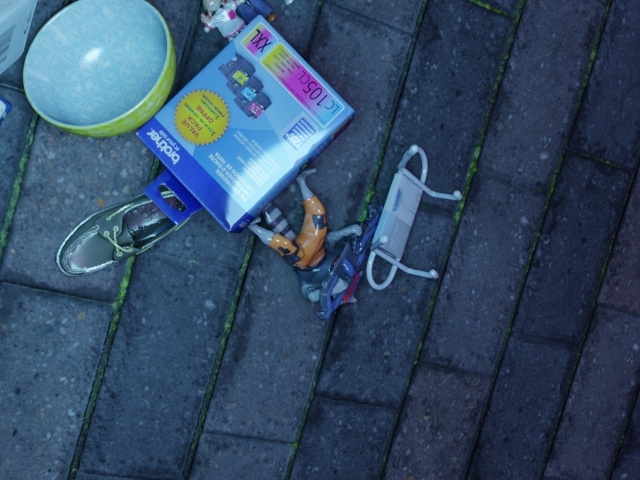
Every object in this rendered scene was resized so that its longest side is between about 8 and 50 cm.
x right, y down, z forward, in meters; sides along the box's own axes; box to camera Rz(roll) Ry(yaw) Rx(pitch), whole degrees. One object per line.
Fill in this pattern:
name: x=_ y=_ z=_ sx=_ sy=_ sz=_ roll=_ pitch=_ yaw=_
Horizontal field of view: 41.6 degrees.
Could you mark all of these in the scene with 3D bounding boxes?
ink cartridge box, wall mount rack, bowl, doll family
ink cartridge box: x=-0.163 y=-0.198 z=1.648 sx=0.395 sy=0.151 sz=0.270 roll=-45 pitch=87 yaw=3
wall mount rack: x=0.194 y=-0.061 z=1.871 sx=0.304 sy=0.131 sz=0.349 roll=31 pitch=74 yaw=-52
bowl: x=-0.393 y=-0.305 z=1.599 sx=0.289 sy=0.289 sz=0.156 roll=-50 pitch=158 yaw=-7
doll family: x=-0.142 y=-0.523 z=1.723 sx=0.263 sy=0.118 sz=0.163 roll=-40 pitch=120 yaw=8

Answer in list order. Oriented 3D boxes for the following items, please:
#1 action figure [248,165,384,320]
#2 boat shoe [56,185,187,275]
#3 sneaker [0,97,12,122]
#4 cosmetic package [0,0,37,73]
action figure: x=0.000 y=0.000 z=1.880 sx=0.341 sy=0.179 sz=0.330 roll=-53 pitch=125 yaw=-39
boat shoe: x=-0.392 y=-0.022 z=1.706 sx=0.305 sy=0.091 sz=0.109 roll=-32 pitch=111 yaw=-15
sneaker: x=-0.633 y=-0.215 z=1.554 sx=0.131 sy=0.112 sz=0.296 roll=-7 pitch=104 yaw=-23
cosmetic package: x=-0.615 y=-0.389 z=1.452 sx=0.184 sy=0.151 sz=0.151 roll=28 pitch=128 yaw=-8
